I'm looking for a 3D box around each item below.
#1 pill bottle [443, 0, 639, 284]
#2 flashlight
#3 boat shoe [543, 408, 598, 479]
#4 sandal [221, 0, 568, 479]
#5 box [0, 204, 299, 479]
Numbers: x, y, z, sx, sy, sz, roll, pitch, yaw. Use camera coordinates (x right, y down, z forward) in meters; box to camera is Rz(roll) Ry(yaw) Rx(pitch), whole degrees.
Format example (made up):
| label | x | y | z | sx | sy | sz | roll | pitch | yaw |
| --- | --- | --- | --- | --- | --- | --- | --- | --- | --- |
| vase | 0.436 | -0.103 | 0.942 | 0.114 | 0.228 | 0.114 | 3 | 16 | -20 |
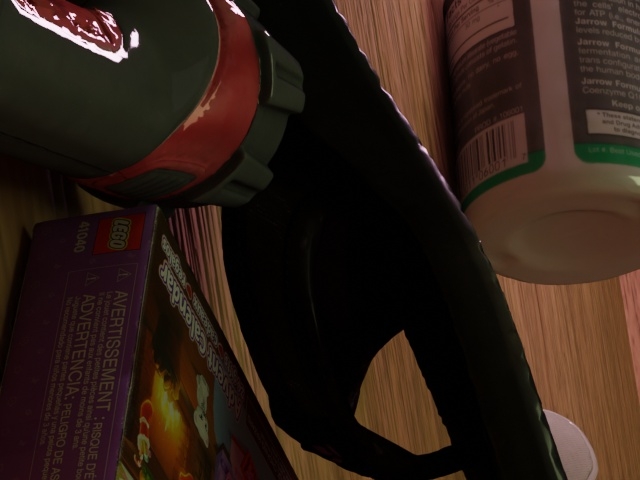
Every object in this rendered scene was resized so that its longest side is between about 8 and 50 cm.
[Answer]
| label | x | y | z | sx | sy | sz | roll | pitch | yaw |
| --- | --- | --- | --- | --- | --- | --- | --- | --- | --- |
| pill bottle | 0.217 | -0.160 | 1.701 | 0.204 | 0.204 | 0.361 | 55 | 29 | -60 |
| flashlight | -0.100 | -0.075 | 0.639 | 0.103 | 0.103 | 0.304 | -63 | 159 | 1 |
| boat shoe | 0.214 | 0.244 | 1.740 | 0.233 | 0.084 | 0.079 | -90 | -157 | -55 |
| sandal | 0.000 | 0.000 | 0.855 | 0.167 | 0.107 | 0.445 | 71 | -7 | -51 |
| box | -0.051 | 0.157 | 0.751 | 0.293 | 0.057 | 0.201 | 66 | 21 | -45 |
